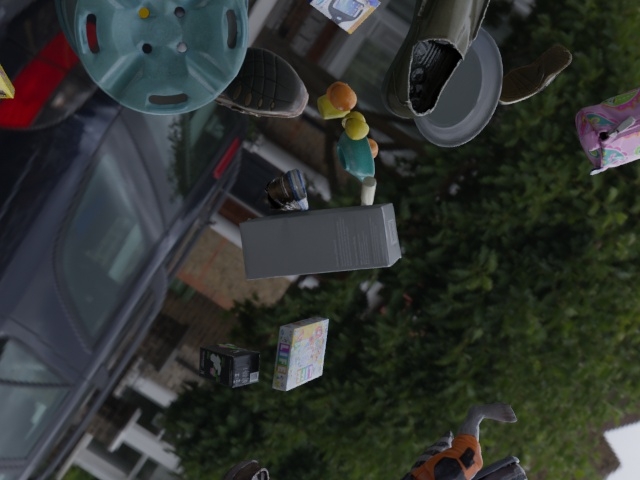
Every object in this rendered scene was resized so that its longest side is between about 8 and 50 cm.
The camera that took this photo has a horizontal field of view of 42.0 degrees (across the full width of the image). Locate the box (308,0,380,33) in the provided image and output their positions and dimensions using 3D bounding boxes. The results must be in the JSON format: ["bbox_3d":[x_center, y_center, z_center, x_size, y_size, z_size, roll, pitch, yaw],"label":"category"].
[{"bbox_3d":[0.037,-0.431,1.479,0.081,0.136,0.028,-43,-127,21],"label":"box"}]

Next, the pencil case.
[{"bbox_3d":[0.573,-0.210,1.393,0.284,0.124,0.124,-19,-167,9],"label":"pencil case"}]

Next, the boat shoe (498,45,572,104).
[{"bbox_3d":[0.346,-0.261,1.363,0.152,0.056,0.049,-31,163,-13],"label":"boat shoe"}]

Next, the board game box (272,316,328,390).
[{"bbox_3d":[-0.032,0.189,1.414,0.154,0.026,0.103,-5,103,-68],"label":"board game box"}]

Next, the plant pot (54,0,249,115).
[{"bbox_3d":[-0.261,-0.364,1.346,0.341,0.341,0.334,-55,-155,12],"label":"plant pot"}]

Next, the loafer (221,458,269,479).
[{"bbox_3d":[-0.173,0.614,1.737,0.366,0.130,0.134,-61,156,-54],"label":"loafer"}]

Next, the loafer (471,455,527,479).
[{"bbox_3d":[0.183,0.425,1.209,0.302,0.095,0.109,-26,152,-15],"label":"loafer"}]

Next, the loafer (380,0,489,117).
[{"bbox_3d":[0.157,-0.257,1.016,0.087,0.094,0.251,-116,-137,-61],"label":"loafer"}]

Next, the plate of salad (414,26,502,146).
[{"bbox_3d":[0.223,-0.251,1.354,0.200,0.048,0.200,-4,-95,51],"label":"plate of salad"}]

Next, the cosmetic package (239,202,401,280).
[{"bbox_3d":[0.000,0.000,1.346,0.238,0.107,0.127,-8,-176,15],"label":"cosmetic package"}]

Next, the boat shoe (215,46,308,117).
[{"bbox_3d":[-0.134,-0.299,1.601,0.116,0.324,0.123,32,87,-51],"label":"boat shoe"}]

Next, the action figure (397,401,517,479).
[{"bbox_3d":[0.107,0.387,1.073,0.330,0.178,0.341,-19,129,-33],"label":"action figure"}]

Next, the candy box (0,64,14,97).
[{"bbox_3d":[-0.662,-0.285,1.477,0.105,0.206,0.027,101,-12,-70],"label":"candy box"}]

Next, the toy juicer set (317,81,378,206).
[{"bbox_3d":[0.094,-0.207,1.862,0.089,0.329,0.209,-18,175,-11],"label":"toy juicer set"}]

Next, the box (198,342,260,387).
[{"bbox_3d":[-0.149,0.202,1.362,0.062,0.083,0.052,-3,100,-49],"label":"box"}]

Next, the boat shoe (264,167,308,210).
[{"bbox_3d":[-0.060,-0.084,1.418,0.066,0.066,0.183,-16,172,-1],"label":"boat shoe"}]
